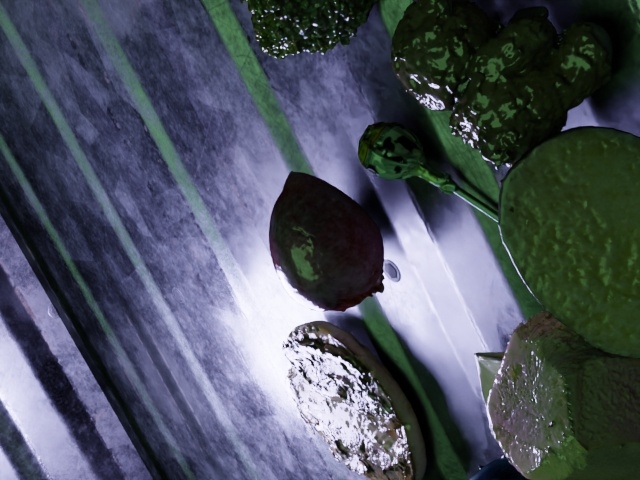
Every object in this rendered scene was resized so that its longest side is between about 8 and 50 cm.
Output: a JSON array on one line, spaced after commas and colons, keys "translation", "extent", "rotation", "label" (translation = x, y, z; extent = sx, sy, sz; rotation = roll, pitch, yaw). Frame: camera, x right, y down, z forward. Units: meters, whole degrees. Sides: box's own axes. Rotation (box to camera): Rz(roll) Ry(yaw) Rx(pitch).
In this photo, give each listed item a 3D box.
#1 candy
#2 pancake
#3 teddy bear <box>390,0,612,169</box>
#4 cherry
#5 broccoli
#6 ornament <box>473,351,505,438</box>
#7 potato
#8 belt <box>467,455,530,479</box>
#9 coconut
[{"translation": [0.183, -0.073, 1.526], "extent": [0.305, 0.091, 0.083], "rotation": [36, 141, 17], "label": "candy"}, {"translation": [0.056, 0.314, 2.041], "extent": [0.382, 0.071, 0.382], "rotation": [35, 143, 31], "label": "pancake"}, {"translation": [0.199, -0.202, 1.312], "extent": [0.256, 0.156, 0.267], "rotation": [45, 148, 19], "label": "teddy bear"}, {"translation": [0.000, 0.000, 1.741], "extent": [0.192, 0.175, 0.250], "rotation": [10, 125, 63], "label": "cherry"}, {"translation": [-0.063, -0.371, 1.474], "extent": [0.273, 0.180, 0.243], "rotation": [30, 141, 35], "label": "broccoli"}, {"translation": [0.308, 0.234, 1.654], "extent": [0.180, 0.059, 0.201], "rotation": [43, 143, 21], "label": "ornament"}, {"translation": [0.359, -0.013, 1.278], "extent": [0.299, 0.116, 0.239], "rotation": [47, 119, -3], "label": "potato"}, {"translation": [0.341, 0.501, 1.789], "extent": [0.268, 0.116, 0.206], "rotation": [55, 144, 6], "label": "belt"}, {"translation": [0.363, 0.200, 1.386], "extent": [0.233, 0.245, 0.233], "rotation": [-2, 88, 63], "label": "coconut"}]
